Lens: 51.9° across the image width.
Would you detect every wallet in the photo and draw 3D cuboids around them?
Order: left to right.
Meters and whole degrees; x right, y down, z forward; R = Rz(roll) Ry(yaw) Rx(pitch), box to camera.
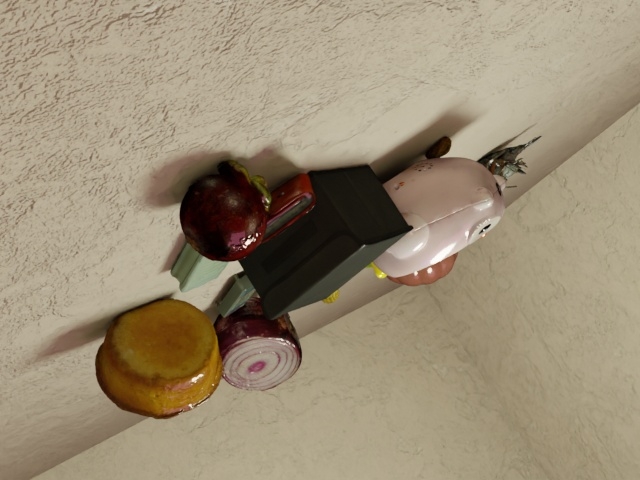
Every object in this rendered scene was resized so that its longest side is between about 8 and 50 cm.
[{"bbox_3d":[-0.075,-0.069,1.301,0.142,0.045,0.204,-36,-165,6],"label":"wallet"}]

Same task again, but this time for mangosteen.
[{"bbox_3d":[-0.159,-0.053,1.146,0.180,0.166,0.166,-55,177,-24],"label":"mangosteen"}]

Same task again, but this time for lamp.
[{"bbox_3d":[0.355,0.028,2.445,0.305,0.239,0.305,-13,-153,7],"label":"lamp"}]

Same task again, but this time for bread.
[{"bbox_3d":[-0.389,0.287,1.609,0.312,0.312,0.172,-22,148,-37],"label":"bread"}]

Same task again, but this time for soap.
[{"bbox_3d":[-0.248,0.034,1.438,0.114,0.063,0.198,-25,166,-34],"label":"soap"}]

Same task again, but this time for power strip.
[{"bbox_3d":[-0.220,0.139,1.949,0.145,0.061,0.215,-31,170,-36],"label":"power strip"}]

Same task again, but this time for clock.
[{"bbox_3d":[0.288,-0.085,1.741,0.377,0.250,0.368,-24,-176,27],"label":"clock"}]

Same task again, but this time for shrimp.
[{"bbox_3d":[0.620,-0.230,2.297,0.372,0.137,0.172,-26,160,14],"label":"shrimp"}]

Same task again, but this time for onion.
[{"bbox_3d":[-0.214,0.313,2.149,0.282,0.260,0.336,-31,136,13],"label":"onion"}]

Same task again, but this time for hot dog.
[{"bbox_3d":[0.322,-0.245,1.783,0.058,0.035,0.083,-22,165,-47],"label":"hot dog"}]

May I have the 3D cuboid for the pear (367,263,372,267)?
[{"bbox_3d":[0.182,-0.044,2.036,0.288,0.139,0.239,-34,-170,-20],"label":"pear"}]

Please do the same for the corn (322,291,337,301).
[{"bbox_3d":[0.028,0.198,2.658,0.093,0.093,0.244,-31,165,-4],"label":"corn"}]

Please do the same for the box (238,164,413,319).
[{"bbox_3d":[0.000,0.001,1.578,0.345,0.204,0.251,-41,165,34],"label":"box"}]
